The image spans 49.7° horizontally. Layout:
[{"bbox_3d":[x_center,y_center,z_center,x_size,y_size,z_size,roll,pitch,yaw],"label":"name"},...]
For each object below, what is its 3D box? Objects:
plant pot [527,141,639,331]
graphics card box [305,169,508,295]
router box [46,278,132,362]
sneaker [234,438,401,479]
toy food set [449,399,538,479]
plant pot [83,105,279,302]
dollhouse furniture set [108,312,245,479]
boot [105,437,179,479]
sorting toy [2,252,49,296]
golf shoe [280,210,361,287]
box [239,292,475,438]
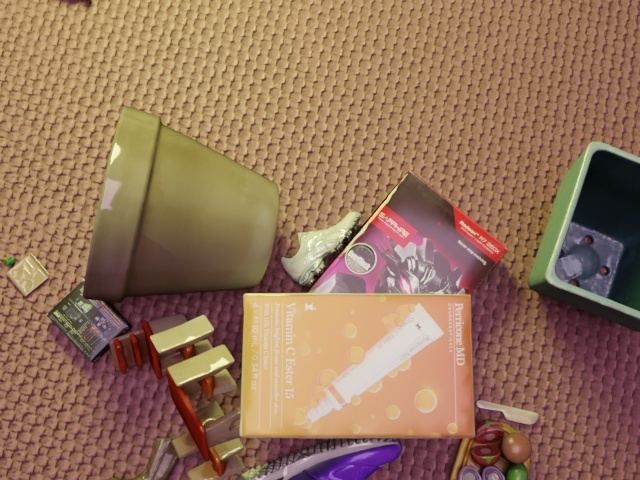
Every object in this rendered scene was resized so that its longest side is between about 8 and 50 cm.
[{"bbox_3d":[0.493,0.018,1.185,0.247,0.252,0.248,22,79,2],"label":"plant pot"},{"bbox_3d":[0.132,0.085,1.245,0.233,0.094,0.371,40,82,5],"label":"graphics card box"},{"bbox_3d":[-0.416,0.145,1.247,0.092,0.038,0.122,-44,84,-8],"label":"router box"},{"bbox_3d":[0.010,0.427,1.179,0.293,0.102,0.146,-19,84,0],"label":"sneaker"},{"bbox_3d":[0.305,0.379,1.188,0.128,0.071,0.218,20,70,4],"label":"toy food set"},{"bbox_3d":[-0.228,-0.038,1.177,0.280,0.323,0.323,11,79,-16],"label":"plant pot"},{"bbox_3d":[-0.237,0.244,1.130,0.135,0.262,0.259,-19,40,-24],"label":"dollhouse furniture set"},{"bbox_3d":[-0.304,0.389,1.203,0.106,0.037,0.114,23,82,-10],"label":"boot"},{"bbox_3d":[-0.546,0.054,1.274,0.062,0.012,0.083,-41,86,-3],"label":"sorting toy"},{"bbox_3d":[0.000,0.000,1.273,0.086,0.069,0.176,40,80,12],"label":"golf shoe"},{"bbox_3d":[0.054,0.194,1.092,0.345,0.168,0.215,0,82,0],"label":"box"}]
